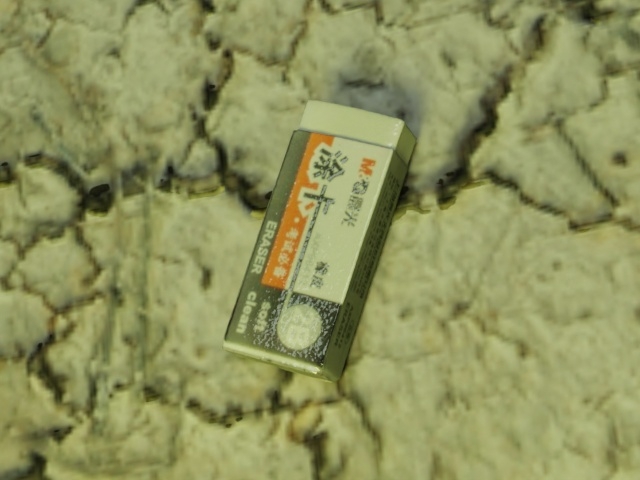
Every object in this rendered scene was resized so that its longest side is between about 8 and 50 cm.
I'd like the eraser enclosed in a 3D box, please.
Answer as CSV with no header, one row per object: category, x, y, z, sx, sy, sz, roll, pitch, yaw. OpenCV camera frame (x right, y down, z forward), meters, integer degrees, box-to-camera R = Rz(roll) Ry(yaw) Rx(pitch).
eraser,0.000,0.000,0.767,0.052,0.029,0.122,15,79,21
